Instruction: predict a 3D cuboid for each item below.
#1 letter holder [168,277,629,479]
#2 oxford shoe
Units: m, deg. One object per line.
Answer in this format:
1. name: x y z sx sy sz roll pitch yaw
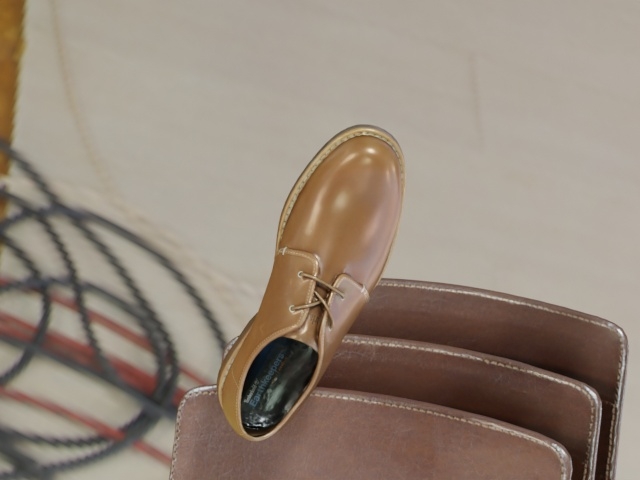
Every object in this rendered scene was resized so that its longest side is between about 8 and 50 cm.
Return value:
1. letter holder: 0.059 0.137 1.397 0.302 0.214 0.152 7 1 22
2. oxford shoe: 0.000 0.031 1.164 0.076 0.212 0.076 21 10 -9
